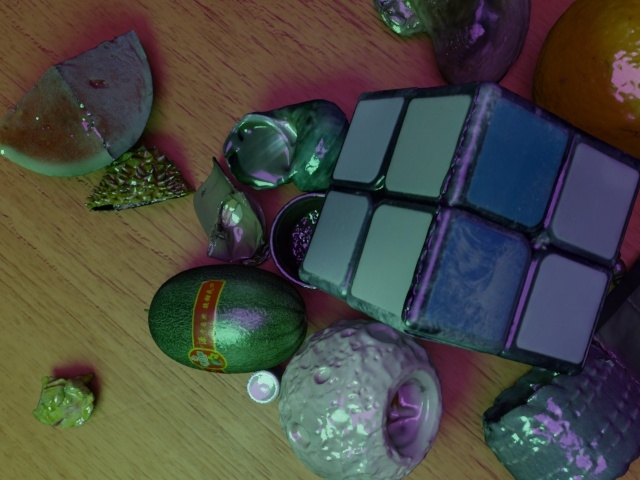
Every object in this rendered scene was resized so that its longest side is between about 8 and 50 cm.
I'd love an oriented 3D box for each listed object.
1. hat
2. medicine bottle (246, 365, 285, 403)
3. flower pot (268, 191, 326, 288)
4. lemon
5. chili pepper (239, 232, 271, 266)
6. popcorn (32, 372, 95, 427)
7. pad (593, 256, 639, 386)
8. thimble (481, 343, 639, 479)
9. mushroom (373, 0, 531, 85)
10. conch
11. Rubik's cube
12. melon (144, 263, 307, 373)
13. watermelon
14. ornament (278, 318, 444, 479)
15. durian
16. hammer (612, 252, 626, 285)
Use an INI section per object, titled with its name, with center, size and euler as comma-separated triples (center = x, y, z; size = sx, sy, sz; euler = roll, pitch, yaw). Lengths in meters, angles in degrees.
[hat]
center = -0.149, -0.065, 1.135
size = 0.147, 0.085, 0.175
euler = -54, 47, 36
[medicine bottle]
center = -0.090, 0.241, 1.113
size = 0.057, 0.089, 0.057
euler = 0, 88, 6
[flower pot]
center = 0.000, 0.000, 1.109
size = 0.158, 0.107, 0.157
euler = 0, 90, 8
[lemon]
center = 0.449, -0.237, 1.004
size = 0.254, 0.253, 0.310
euler = 11, 89, 6
[chili pepper]
center = -0.104, 0.017, 1.157
size = 0.091, 0.030, 0.034
euler = -37, 64, 1
[popcorn]
center = -0.448, 0.281, 1.154
size = 0.097, 0.089, 0.109
euler = 37, 102, -29
[pad]
center = 0.539, 0.123, 1.052
size = 0.174, 0.022, 0.233
euler = 45, 69, 5
[thimble]
center = 0.374, 0.277, 1.006
size = 0.236, 0.205, 0.172
euler = -37, 84, -5
[mushroom]
center = 0.216, -0.421, 1.098
size = 0.248, 0.130, 0.344
euler = -19, 85, 0
[conch]
center = -0.031, -0.146, 1.099
size = 0.202, 0.134, 0.196
euler = 35, 95, 20
[Rubik's cube]
center = 0.199, -0.020, 0.934
size = 0.319, 0.313, 0.316
euler = 20, 89, -28
[melon]
center = -0.162, 0.127, 1.079
size = 0.288, 0.182, 0.182
euler = 0, 87, 20
[watermelon]
center = -0.424, -0.221, 1.131
size = 0.260, 0.176, 0.255
euler = -31, 51, 25
[ornament]
center = 0.057, 0.246, 1.023
size = 0.225, 0.260, 0.259
euler = 1, 86, 44
[durian]
center = -0.330, -0.114, 1.142
size = 0.187, 0.119, 0.108
euler = -10, 90, 7
[hammer]
center = 0.369, 0.089, 1.109
size = 0.292, 0.029, 0.058
euler = -19, 83, 6
